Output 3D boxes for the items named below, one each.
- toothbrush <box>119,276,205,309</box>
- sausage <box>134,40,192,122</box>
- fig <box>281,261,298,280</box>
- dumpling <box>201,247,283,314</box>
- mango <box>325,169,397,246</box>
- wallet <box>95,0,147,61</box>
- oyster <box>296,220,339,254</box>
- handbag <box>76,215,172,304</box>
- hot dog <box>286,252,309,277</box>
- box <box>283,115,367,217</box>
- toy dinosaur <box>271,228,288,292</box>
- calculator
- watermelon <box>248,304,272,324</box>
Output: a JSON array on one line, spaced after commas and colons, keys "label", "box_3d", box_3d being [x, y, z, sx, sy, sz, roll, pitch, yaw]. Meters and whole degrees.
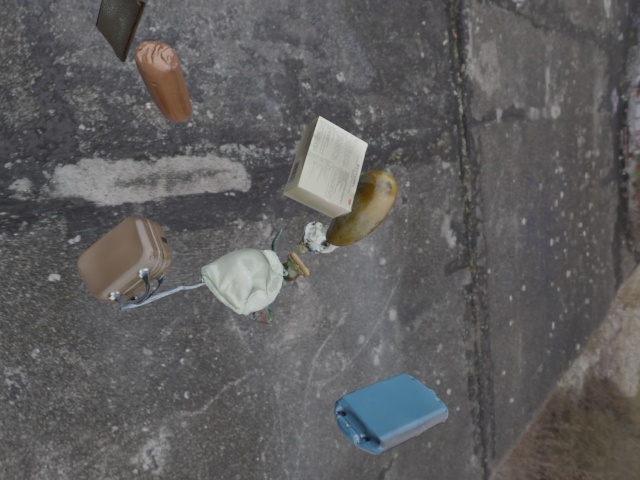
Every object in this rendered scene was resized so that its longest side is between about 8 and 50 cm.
[{"label": "toothbrush", "box_3d": [-0.648, 0.223, 1.793, 0.413, 0.035, 0.042, -20, 103, -33]}, {"label": "sausage", "box_3d": [-0.348, -0.349, 0.945, 0.086, 0.289, 0.086, 1, 84, -10]}, {"label": "fig", "box_3d": [-0.160, 0.159, 2.071, 0.103, 0.109, 0.155, 49, 17, -6]}, {"label": "dumpling", "box_3d": [-0.202, 0.112, 1.170, 0.252, 0.131, 0.179, -17, 65, -47]}, {"label": "mango", "box_3d": [0.119, -0.093, 1.347, 0.146, 0.316, 0.193, 33, 30, -21]}, {"label": "wallet", "box_3d": [-0.556, -0.631, 1.160, 0.133, 0.243, 0.039, 52, 48, -6]}, {"label": "oyster", "box_3d": [0.000, 0.000, 2.234, 0.222, 0.083, 0.214, 22, 58, -2]}, {"label": "handbag", "box_3d": [-0.655, 0.095, 1.431, 0.283, 0.302, 0.149, 57, 7, 21]}, {"label": "hot dog", "box_3d": [-0.094, 0.102, 1.666, 0.133, 0.056, 0.041, 54, 47, -22]}, {"label": "box", "box_3d": [0.018, -0.191, 1.110, 0.168, 0.095, 0.212, 23, 71, -22]}, {"label": "toy dinosaur", "box_3d": [-0.161, 0.102, 1.534, 0.383, 0.076, 0.129, -104, -176, -61]}, {"label": "calculator", "box_3d": [0.171, 0.406, 1.002, 0.293, 0.173, 0.051, -7, 114, -33]}, {"label": "watermelon", "box_3d": [-0.300, 0.347, 2.075, 0.071, 0.139, 0.187, 13, 45, -59]}]
